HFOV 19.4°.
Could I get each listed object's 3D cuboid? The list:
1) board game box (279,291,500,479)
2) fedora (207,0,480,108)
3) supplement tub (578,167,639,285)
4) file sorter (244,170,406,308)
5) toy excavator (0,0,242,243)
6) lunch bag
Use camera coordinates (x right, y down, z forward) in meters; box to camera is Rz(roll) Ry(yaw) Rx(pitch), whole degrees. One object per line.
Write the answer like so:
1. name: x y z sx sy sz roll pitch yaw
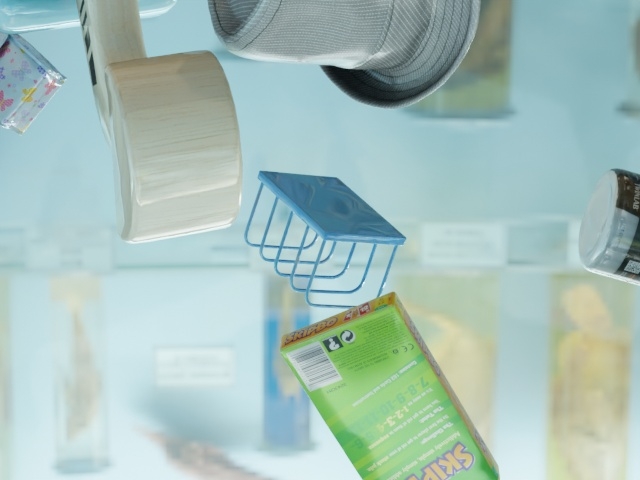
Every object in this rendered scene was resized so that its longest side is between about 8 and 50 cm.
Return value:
1. board game box: 0.075 0.175 1.824 0.124 0.259 0.039 -23 -154 17
2. fedora: -0.011 -0.202 1.265 0.124 0.244 0.275 -12 -165 -21
3. supplement tub: 0.383 0.000 2.007 0.190 0.117 0.117 16 -168 -8
4. file sorter: 0.000 0.000 2.275 0.118 0.104 0.170 3 -155 -34
5. toy excavator: -0.174 -0.219 1.448 0.222 0.445 0.433 -11 -178 -18
6. lunch bag: -0.281 -0.147 1.658 0.083 0.071 0.053 44 -175 21
